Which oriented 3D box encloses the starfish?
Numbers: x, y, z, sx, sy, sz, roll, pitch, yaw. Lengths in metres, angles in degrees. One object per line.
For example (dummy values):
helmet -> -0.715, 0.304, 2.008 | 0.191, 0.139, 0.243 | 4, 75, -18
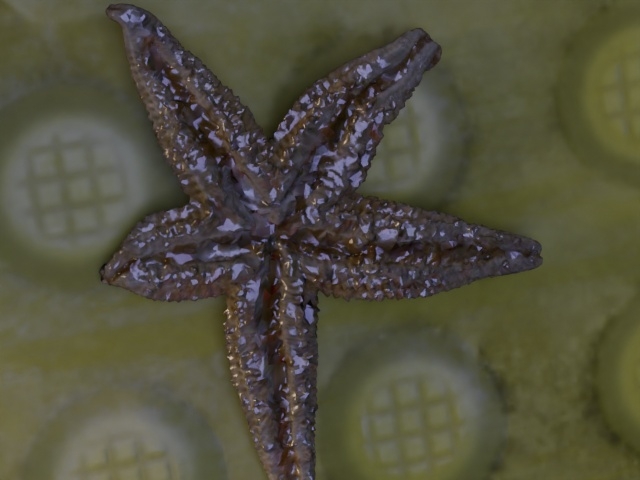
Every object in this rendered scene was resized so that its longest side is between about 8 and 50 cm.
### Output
starfish -> 0.002, 0.000, 0.778 | 0.231, 0.048, 0.295 | -18, 100, -10
